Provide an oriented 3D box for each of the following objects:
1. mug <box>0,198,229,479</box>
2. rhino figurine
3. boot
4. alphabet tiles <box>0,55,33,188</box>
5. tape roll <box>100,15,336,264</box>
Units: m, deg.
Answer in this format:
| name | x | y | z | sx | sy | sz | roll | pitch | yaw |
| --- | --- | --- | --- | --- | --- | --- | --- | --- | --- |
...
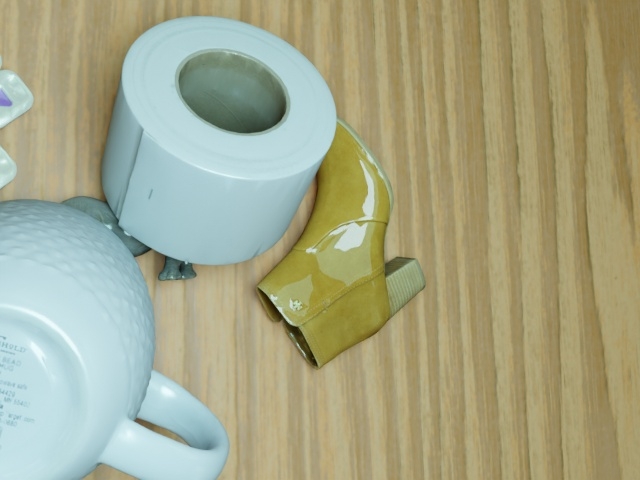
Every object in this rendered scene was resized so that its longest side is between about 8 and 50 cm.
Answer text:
| name | x | y | z | sx | sy | sz | roll | pitch | yaw |
| --- | --- | --- | --- | --- | --- | --- | --- | --- | --- |
| mug | -0.256 | 0.132 | 0.885 | 0.374 | 0.328 | 0.276 | 30 | 90 | -14 |
| rhino figurine | -0.265 | 0.000 | 1.079 | 0.243 | 0.073 | 0.106 | -2 | 88 | -23 |
| boot | 0.000 | 0.001 | 1.179 | 0.211 | 0.104 | 0.295 | -31 | 100 | -24 |
| alphabet tiles | -0.487 | -0.148 | 1.029 | 0.278 | 0.021 | 0.284 | -42 | 100 | -23 |
| tape roll | -0.121 | -0.116 | 1.056 | 0.246 | 0.169 | 0.246 | 12 | 51 | -15 |
